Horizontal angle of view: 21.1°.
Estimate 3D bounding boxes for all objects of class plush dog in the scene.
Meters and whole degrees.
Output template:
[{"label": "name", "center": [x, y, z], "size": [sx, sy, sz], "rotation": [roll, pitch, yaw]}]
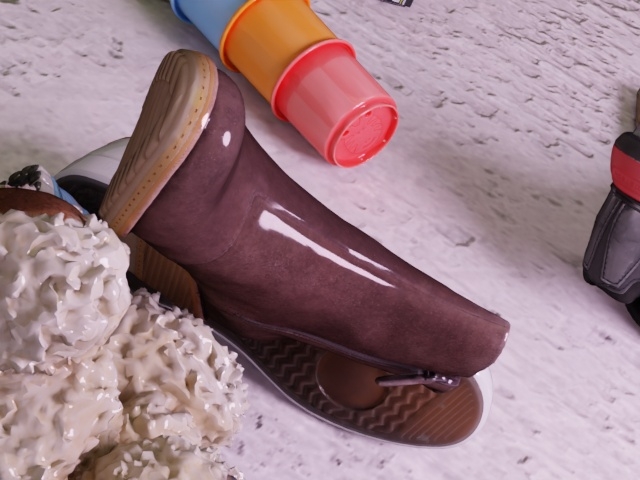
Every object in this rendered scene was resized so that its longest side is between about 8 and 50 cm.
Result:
[{"label": "plush dog", "center": [-0.104, 0.131, 0.768], "size": [0.210, 0.262, 0.225], "rotation": [-45, 65, -6]}]

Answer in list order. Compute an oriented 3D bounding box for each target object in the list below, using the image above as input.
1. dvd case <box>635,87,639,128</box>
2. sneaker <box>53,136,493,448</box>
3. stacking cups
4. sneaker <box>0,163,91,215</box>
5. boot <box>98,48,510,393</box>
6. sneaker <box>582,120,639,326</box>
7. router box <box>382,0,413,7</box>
[{"label": "dvd case", "center": [0.324, -0.035, 1.357], "size": [0.164, 0.018, 0.221], "rotation": [22, 35, -4]}, {"label": "sneaker", "center": [-0.014, 0.013, 1.031], "size": [0.290, 0.106, 0.123], "rotation": [31, 34, 8]}, {"label": "stacking cups", "center": [-0.056, -0.174, 1.275], "size": [0.096, 0.096, 0.316], "rotation": [-16, 55, -42]}, {"label": "sneaker", "center": [-0.147, 0.038, 0.945], "size": [0.073, 0.063, 0.162], "rotation": [31, 50, -40]}, {"label": "boot", "center": [0.000, 0.000, 0.834], "size": [0.207, 0.248, 0.090], "rotation": [22, 73, -5]}, {"label": "sneaker", "center": [0.284, 0.015, 1.195], "size": [0.276, 0.135, 0.097], "rotation": [15, 16, -38]}, {"label": "router box", "center": [0.035, -0.253, 1.461], "size": [0.092, 0.038, 0.122], "rotation": [13, 37, -13]}]
